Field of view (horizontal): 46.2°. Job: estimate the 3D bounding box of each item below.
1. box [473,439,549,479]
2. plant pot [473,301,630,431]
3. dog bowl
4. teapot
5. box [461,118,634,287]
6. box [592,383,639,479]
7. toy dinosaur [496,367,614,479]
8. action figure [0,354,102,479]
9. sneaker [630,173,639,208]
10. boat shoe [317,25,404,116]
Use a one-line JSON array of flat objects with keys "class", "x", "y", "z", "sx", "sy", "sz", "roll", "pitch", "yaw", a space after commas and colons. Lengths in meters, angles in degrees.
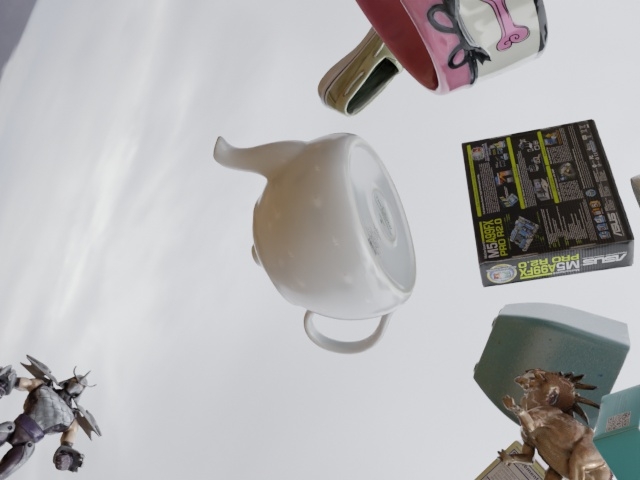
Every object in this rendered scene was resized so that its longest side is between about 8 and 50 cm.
[{"class": "box", "x": 0.334, "y": 0.499, "z": 1.415, "sx": 0.243, "sy": 0.213, "sz": 0.117, "roll": -44, "pitch": -113, "yaw": 6}, {"class": "plant pot", "x": 0.461, "y": 0.252, "z": 1.539, "sx": 0.247, "sy": 0.252, "sz": 0.248, "roll": -14, "pitch": 125, "yaw": -68}, {"class": "dog bowl", "x": 0.135, "y": -0.383, "z": 1.056, "sx": 0.150, "sy": 0.408, "sz": 0.408, "roll": -36, "pitch": -148, "yaw": 5}, {"class": "teapot", "x": 0.000, "y": 0.000, "z": 0.955, "sx": 0.187, "sy": 0.252, "sz": 0.256, "roll": -20, "pitch": -113, "yaw": 22}, {"class": "box", "x": 0.339, "y": -0.063, "z": 1.154, "sx": 0.216, "sy": 0.060, "sz": 0.270, "roll": -10, "pitch": -134, "yaw": 13}, {"class": "box", "x": 0.422, "y": 0.303, "z": 0.902, "sx": 0.060, "sy": 0.244, "sz": 0.100, "roll": -31, "pitch": -175, "yaw": 34}, {"class": "toy dinosaur", "x": 0.407, "y": 0.327, "z": 1.231, "sx": 0.295, "sy": 0.200, "sz": 0.127, "roll": 59, "pitch": -31, "yaw": 28}, {"class": "action figure", "x": -0.426, "y": 0.280, "z": 1.048, "sx": 0.285, "sy": 0.185, "sz": 0.099, "roll": -44, "pitch": 177, "yaw": -36}, {"class": "sneaker", "x": 0.497, "y": -0.010, "z": 0.864, "sx": 0.169, "sy": 0.108, "sz": 0.292, "roll": -31, "pitch": -139, "yaw": 11}, {"class": "boat shoe", "x": 0.128, "y": -0.348, "z": 1.413, "sx": 0.302, "sy": 0.109, "sz": 0.094, "roll": -46, "pitch": -127, "yaw": 3}]
